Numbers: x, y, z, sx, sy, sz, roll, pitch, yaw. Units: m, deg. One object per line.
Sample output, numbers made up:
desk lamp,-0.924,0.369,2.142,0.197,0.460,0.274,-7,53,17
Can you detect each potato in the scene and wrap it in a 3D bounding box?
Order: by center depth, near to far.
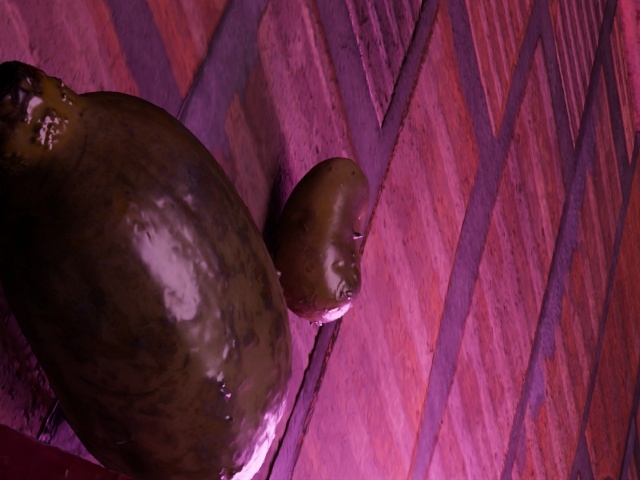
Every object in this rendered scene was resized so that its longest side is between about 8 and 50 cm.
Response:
potato,0.000,0.000,1.530,0.091,0.070,0.138,57,37,-57

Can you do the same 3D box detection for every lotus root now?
lotus root,-0.108,0.027,1.101,0.173,0.173,0.309,-69,147,-44

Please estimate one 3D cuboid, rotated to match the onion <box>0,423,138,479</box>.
onion,-0.160,0.183,0.867,0.206,0.216,0.207,34,67,-64
